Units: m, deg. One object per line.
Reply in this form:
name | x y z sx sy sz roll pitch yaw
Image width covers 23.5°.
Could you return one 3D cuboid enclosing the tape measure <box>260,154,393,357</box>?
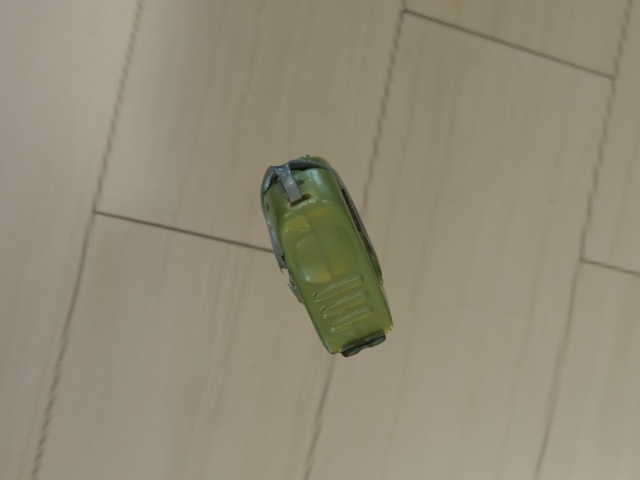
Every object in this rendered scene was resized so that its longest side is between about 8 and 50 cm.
tape measure | 0.000 0.000 1.398 0.087 0.154 0.177 -20 104 5
